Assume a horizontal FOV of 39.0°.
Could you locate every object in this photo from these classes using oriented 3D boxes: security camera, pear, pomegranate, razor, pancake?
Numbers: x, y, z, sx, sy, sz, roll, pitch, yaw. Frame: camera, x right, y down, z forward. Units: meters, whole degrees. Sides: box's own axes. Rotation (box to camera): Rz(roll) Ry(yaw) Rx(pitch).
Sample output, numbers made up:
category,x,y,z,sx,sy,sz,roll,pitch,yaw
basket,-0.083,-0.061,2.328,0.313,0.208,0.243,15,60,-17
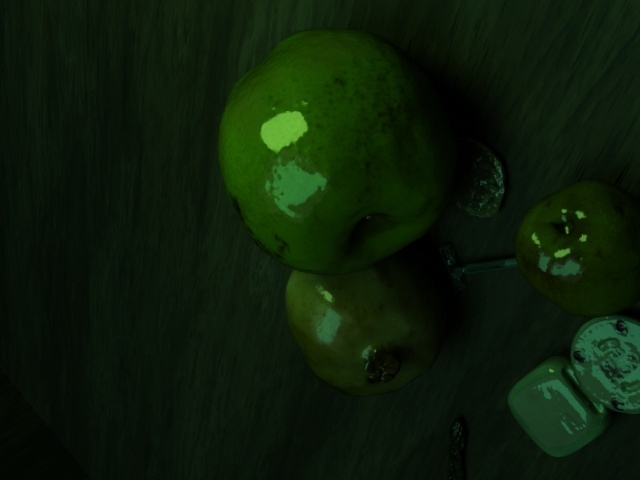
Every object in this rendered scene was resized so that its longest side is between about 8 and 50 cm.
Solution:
category,x,y,z,sx,sy,sz,roll,pitch,yaw
security camera,0.422,0.220,1.395,0.157,0.080,0.301,53,132,14
pear,0.365,0.012,1.234,0.200,0.200,0.200,28,132,36
pomegranate,0.073,0.128,1.583,0.307,0.307,0.307,28,132,36
razor,0.283,0.039,1.467,0.211,0.036,0.084,-9,108,52
pear,0.020,-0.150,1.399,0.391,0.391,0.391,28,132,36
pancake,0.241,-0.100,1.436,0.139,0.022,0.139,27,131,37

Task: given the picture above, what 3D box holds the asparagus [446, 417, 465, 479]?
category,x,y,z,sx,sy,sz,roll,pitch,yaw
asparagus,0.261,0.405,1.731,0.036,0.030,0.165,34,136,44
